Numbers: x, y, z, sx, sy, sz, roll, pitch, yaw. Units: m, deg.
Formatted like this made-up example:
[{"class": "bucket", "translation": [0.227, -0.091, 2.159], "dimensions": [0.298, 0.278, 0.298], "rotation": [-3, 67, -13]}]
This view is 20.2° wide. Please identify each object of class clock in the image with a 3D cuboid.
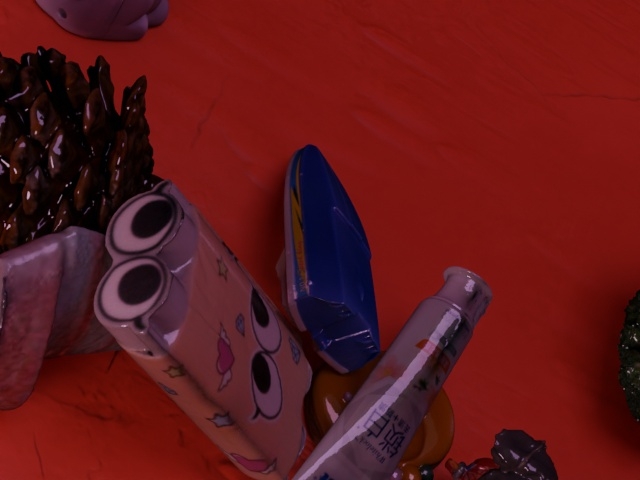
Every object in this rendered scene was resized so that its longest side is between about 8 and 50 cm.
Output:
[{"class": "clock", "translation": [-0.199, -0.357, 1.928], "dimensions": [0.189, 0.254, 0.189], "rotation": [19, 51, -25]}]

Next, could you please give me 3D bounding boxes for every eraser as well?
[{"class": "eraser", "translation": [-0.105, 0.095, 1.699], "dimensions": [0.290, 0.087, 0.171], "rotation": [53, 32, -46]}]

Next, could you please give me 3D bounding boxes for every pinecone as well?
[{"class": "pinecone", "translation": [-0.277, -0.079, 1.730], "dimensions": [0.272, 0.224, 0.224], "rotation": [11, 54, -2]}]

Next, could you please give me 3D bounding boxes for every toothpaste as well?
[{"class": "toothpaste", "translation": [0.073, 0.164, 1.822], "dimensions": [0.100, 0.066, 0.323], "rotation": [45, 62, -20]}]

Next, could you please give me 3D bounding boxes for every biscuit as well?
[{"class": "biscuit", "translation": [0.070, 0.188, 1.871], "dimensions": [0.170, 0.050, 0.170], "rotation": [14, 55, -22]}]

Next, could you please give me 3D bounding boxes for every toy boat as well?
[{"class": "toy boat", "translation": [-0.217, 0.072, 1.701], "dimensions": [0.282, 0.206, 0.096], "rotation": [1, 33, -46]}, {"class": "toy boat", "translation": [0.000, 0.000, 1.912], "dimensions": [0.129, 0.088, 0.295], "rotation": [54, 21, -40]}]

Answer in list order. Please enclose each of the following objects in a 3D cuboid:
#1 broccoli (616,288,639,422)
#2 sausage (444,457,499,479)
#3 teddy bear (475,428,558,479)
[{"class": "broccoli", "translation": [0.477, 0.119, 2.028], "dimensions": [0.308, 0.275, 0.308], "rotation": [2, 88, -39]}, {"class": "sausage", "translation": [0.243, 0.310, 1.883], "dimensions": [0.274, 0.074, 0.074], "rotation": [35, 50, -7]}, {"class": "teddy bear", "translation": [0.199, 0.331, 1.786], "dimensions": [0.251, 0.171, 0.144], "rotation": [50, 29, -7]}]
